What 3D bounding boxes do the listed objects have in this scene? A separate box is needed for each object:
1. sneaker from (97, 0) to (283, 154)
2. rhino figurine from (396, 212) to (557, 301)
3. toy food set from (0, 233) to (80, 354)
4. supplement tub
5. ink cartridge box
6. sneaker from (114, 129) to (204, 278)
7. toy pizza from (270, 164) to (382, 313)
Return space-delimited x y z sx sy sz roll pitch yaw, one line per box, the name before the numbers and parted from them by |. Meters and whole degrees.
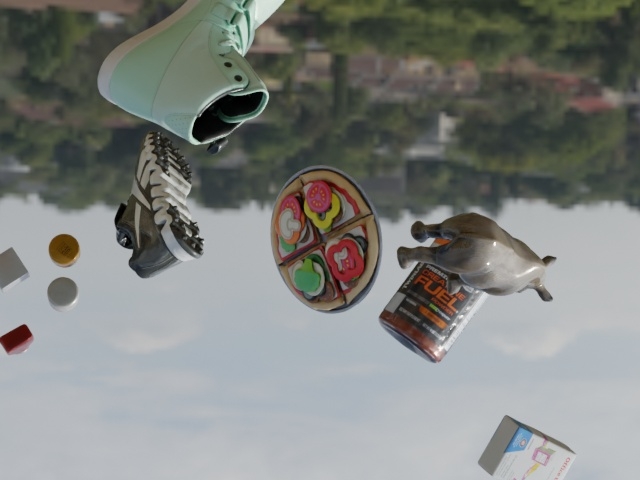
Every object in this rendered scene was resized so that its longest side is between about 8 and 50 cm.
sneaker | -0.081 -0.187 1.531 0.151 0.094 0.256 34 -118 27
rhino figurine | 0.191 0.026 1.689 0.106 0.073 0.243 -7 161 34
toy food set | -0.397 0.085 1.934 0.232 0.111 0.104 -34 177 -13
supplement tub | 0.172 0.059 2.038 0.106 0.198 0.106 35 173 5
ink cartridge box | 0.316 0.333 2.314 0.122 0.088 0.052 27 -175 -28
sneaker | -0.210 -0.042 1.852 0.106 0.234 0.078 -34 132 16
toy pizza | 0.000 0.000 2.033 0.201 0.201 0.032 3 -171 42
